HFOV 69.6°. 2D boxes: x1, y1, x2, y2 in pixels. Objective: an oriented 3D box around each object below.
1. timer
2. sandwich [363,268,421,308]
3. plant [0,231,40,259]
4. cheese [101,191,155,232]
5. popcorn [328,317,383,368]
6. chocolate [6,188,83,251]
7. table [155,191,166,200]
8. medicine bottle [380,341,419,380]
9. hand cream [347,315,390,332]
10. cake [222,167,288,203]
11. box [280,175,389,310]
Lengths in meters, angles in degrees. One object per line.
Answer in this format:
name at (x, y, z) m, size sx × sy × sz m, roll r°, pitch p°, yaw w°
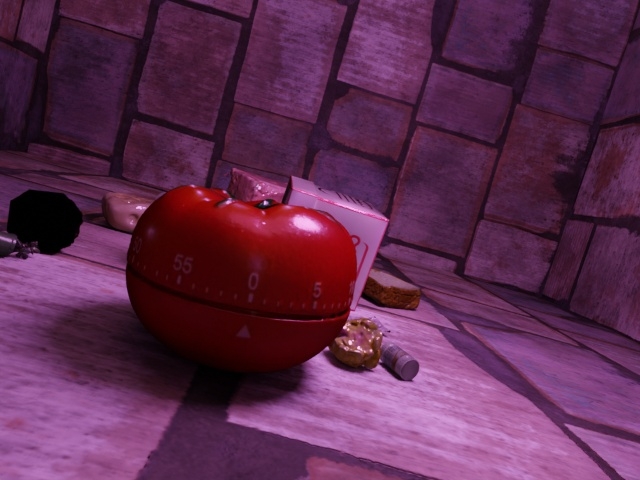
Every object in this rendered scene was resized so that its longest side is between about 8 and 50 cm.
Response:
timer at (-0.129, 0.059, 0.783) m, size 0.378 × 0.279 × 0.378 m, roll 14°, pitch 6°, yaw -2°
sandwich at (0.211, 0.164, 1.647) m, size 0.226 × 0.087 × 0.251 m, roll 9°, pitch 12°, yaw -37°
plant at (-0.638, 0.014, 0.961) m, size 0.051 × 0.051 × 0.102 m, roll 21°, pitch -6°, yaw 39°
cheese at (-0.659, -0.097, 1.610) m, size 0.218 × 0.117 × 0.235 m, roll 16°, pitch 7°, yaw 15°
popcorn at (0.066, 0.204, 0.909) m, size 0.109 × 0.089 × 0.097 m, roll 9°, pitch 39°, yaw 18°
chocolate at (-0.647, -0.035, 1.104) m, size 0.156 × 0.156 × 0.133 m, roll 14°, pitch -13°, yaw -21°
table at (-0.368, -0.014, 1.198) m, size 0.167 × 0.198 × 0.166 m, roll 16°, pitch 5°, yaw -2°
medicine bottle at (0.159, 0.244, 0.935) m, size 0.047 × 0.047 × 0.083 m, roll 13°, pitch 7°, yaw -27°
hand cream at (0.050, 0.190, 1.163) m, size 0.257 × 0.050 × 0.084 m, roll 20°, pitch 6°, yaw -22°
cake at (-0.232, -0.101, 1.881) m, size 0.314 × 0.306 × 0.293 m, roll 11°, pitch 9°, yaw -38°
box at (0.000, 0.000, 1.436) m, size 0.300 × 0.312 × 0.314 m, roll 18°, pitch 12°, yaw -9°
